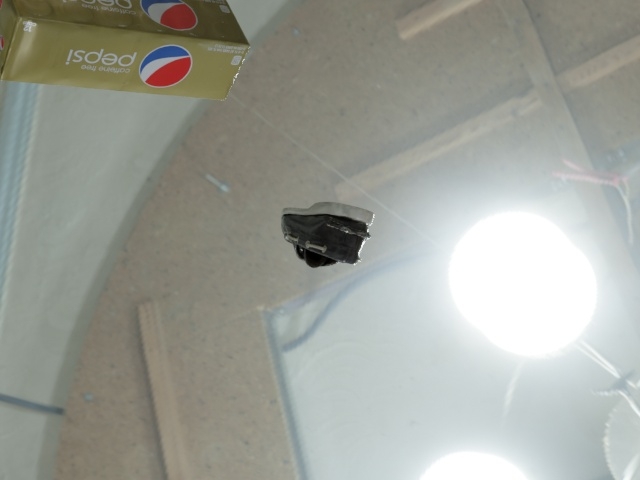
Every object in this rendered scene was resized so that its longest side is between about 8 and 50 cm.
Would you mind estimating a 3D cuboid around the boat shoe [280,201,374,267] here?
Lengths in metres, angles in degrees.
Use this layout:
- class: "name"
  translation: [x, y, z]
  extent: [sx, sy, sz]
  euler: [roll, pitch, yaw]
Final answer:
- class: "boat shoe"
  translation: [0.000, 0.000, 0.681]
  extent: [0.125, 0.046, 0.038]
  euler: [-6, -111, 68]

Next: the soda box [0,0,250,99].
- class: "soda box"
  translation: [-0.149, -0.151, 0.763]
  extent: [0.058, 0.181, 0.061]
  euler: [-59, -135, 38]
